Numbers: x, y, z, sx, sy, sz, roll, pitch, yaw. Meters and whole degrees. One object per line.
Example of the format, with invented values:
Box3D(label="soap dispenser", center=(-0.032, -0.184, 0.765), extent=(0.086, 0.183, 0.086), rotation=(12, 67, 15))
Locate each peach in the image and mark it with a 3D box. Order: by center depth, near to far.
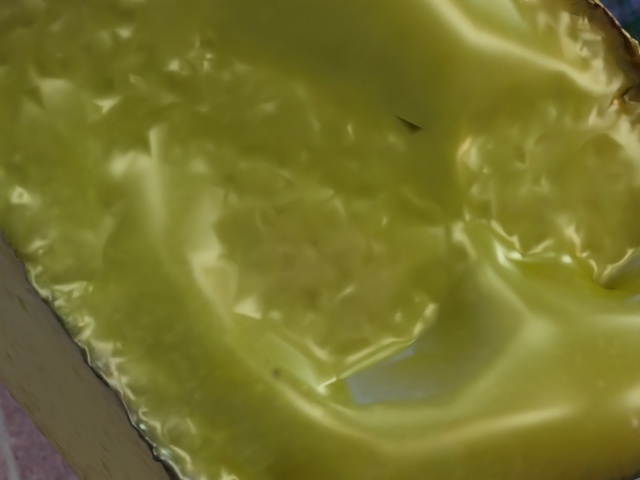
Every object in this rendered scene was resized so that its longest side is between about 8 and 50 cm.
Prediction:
Box3D(label="peach", center=(0.000, 0.000, 0.588), extent=(0.380, 0.306, 0.242), rotation=(50, -15, -8))
